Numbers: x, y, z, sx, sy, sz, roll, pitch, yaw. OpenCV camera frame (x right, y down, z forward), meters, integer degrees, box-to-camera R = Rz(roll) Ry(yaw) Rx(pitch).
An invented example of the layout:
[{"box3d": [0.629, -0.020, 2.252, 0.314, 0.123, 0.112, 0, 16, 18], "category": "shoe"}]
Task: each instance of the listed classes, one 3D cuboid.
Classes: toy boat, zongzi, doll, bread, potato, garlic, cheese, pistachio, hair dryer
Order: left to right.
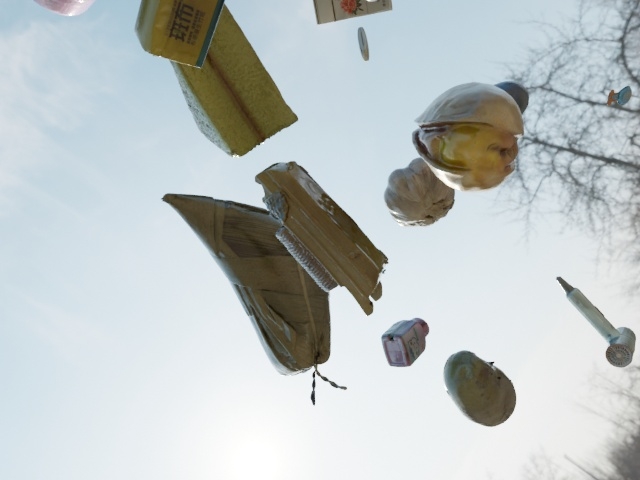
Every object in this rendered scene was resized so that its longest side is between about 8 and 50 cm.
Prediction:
[{"box3d": [-0.265, -0.455, 1.481, 0.233, 0.245, 0.362, -37, -45, -15], "category": "bread"}, {"box3d": [-0.182, 0.154, 1.327, 0.466, 0.218, 0.500, 8, -108, -32], "category": "zongzi"}, {"box3d": [0.000, 0.000, 0.924, 0.115, 0.310, 0.089, -40, 9, 30], "category": "toy boat"}, {"box3d": [0.298, -0.130, 1.591, 0.227, 0.152, 0.228, -7, -48, -8], "category": "garlic"}, {"box3d": [0.301, -0.216, 1.116, 0.309, 0.229, 0.230, -56, -19, -66], "category": "pistachio"}, {"box3d": [0.423, 0.395, 1.419, 0.165, 0.165, 0.262, -48, -66, -13], "category": "potato"}, {"box3d": [0.506, -0.382, 1.628, 0.228, 0.258, 0.154, -45, -67, -40], "category": "doll"}, {"box3d": [0.483, 0.127, 0.953, 0.044, 0.183, 0.155, -43, -20, 25], "category": "hair dryer"}, {"box3d": [0.720, -0.346, 1.294, 0.111, 0.017, 0.047, -15, -63, -34], "category": "cheese"}]

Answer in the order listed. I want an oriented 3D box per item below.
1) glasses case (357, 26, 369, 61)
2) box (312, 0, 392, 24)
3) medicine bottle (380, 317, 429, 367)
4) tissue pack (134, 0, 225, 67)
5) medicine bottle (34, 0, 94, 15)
[{"box3d": [0.091, -0.416, 1.141, 0.021, 0.083, 0.032, -10, -27, 8], "category": "glasses case"}, {"box3d": [0.079, -0.620, 1.361, 0.029, 0.198, 0.109, -83, -17, -62], "category": "box"}, {"box3d": [0.289, 0.329, 1.793, 0.188, 0.094, 0.119, -28, -75, -51], "category": "medicine bottle"}, {"box3d": [-0.267, -0.503, 1.062, 0.134, 0.192, 0.271, 11, -63, -30], "category": "tissue pack"}, {"box3d": [-0.545, -0.682, 1.228, 0.202, 0.315, 0.202, 24, -124, -42], "category": "medicine bottle"}]
